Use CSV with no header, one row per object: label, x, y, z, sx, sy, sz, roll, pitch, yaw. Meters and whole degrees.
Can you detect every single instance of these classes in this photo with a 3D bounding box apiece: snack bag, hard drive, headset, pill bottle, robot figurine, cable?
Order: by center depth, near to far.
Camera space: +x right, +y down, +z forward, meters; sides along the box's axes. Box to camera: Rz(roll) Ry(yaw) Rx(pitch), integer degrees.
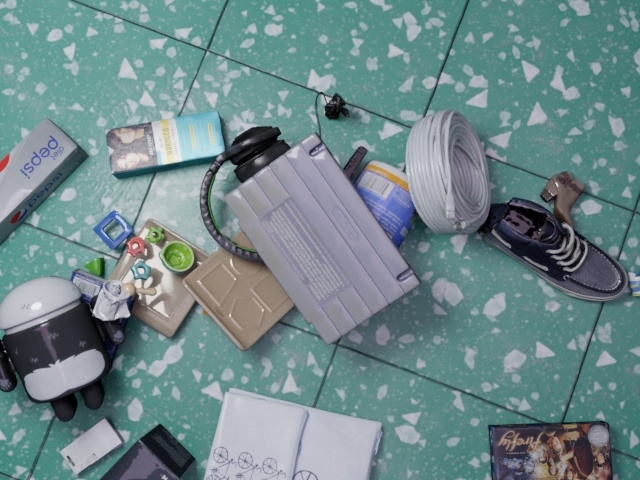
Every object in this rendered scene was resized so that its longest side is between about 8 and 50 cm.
robot figurine,-0.515,0.206,1.514,0.174,0.209,0.278,-16,99,40
snack bag,-0.063,0.490,1.566,0.343,0.037,0.322,13,70,0
cable,0.265,-0.135,1.575,0.089,0.257,0.256,-13,81,33
pill bottle,0.093,-0.016,1.600,0.152,0.152,0.272,32,85,2
headset,-0.080,-0.142,1.606,0.243,0.185,0.394,38,89,-7
hard drive,0.057,-0.144,1.620,0.022,0.135,0.094,34,84,-2

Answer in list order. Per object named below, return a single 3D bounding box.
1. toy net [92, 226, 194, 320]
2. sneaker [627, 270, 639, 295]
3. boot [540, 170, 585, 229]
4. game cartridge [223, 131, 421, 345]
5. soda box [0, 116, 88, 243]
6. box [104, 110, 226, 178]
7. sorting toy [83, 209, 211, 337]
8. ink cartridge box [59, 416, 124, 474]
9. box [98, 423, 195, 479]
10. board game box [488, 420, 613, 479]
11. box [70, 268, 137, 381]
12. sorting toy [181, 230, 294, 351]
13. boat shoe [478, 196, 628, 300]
toy net,-0.365,0.063,1.539,0.122,0.045,0.232,50,54,-3
sneaker,0.722,0.068,1.651,0.144,0.053,0.059,-23,83,-4
boot,0.535,-0.090,1.670,0.087,0.042,0.118,-37,86,-7
game cartridge,0.000,0.000,1.495,0.230,0.068,0.355,-34,91,12
soda box,-0.632,-0.119,1.629,0.098,0.091,0.286,44,85,4
box,-0.328,-0.205,1.659,0.245,0.060,0.100,-11,84,-2
sorting toy,-0.335,0.080,1.637,0.348,0.047,0.196,32,88,2
ink cartridge box,-0.472,0.425,1.604,0.115,0.029,0.062,-36,86,-3
box,-0.347,0.461,1.512,0.108,0.207,0.153,44,85,4
board game box,0.478,0.463,1.608,0.244,0.042,0.164,-2,84,-1
box,-0.481,0.186,1.609,0.137,0.036,0.225,22,98,1
sorting toy,-0.155,0.098,1.604,0.193,0.038,0.208,48,59,-1
boat shoe,0.494,0.023,1.598,0.341,0.158,0.127,25,84,2
